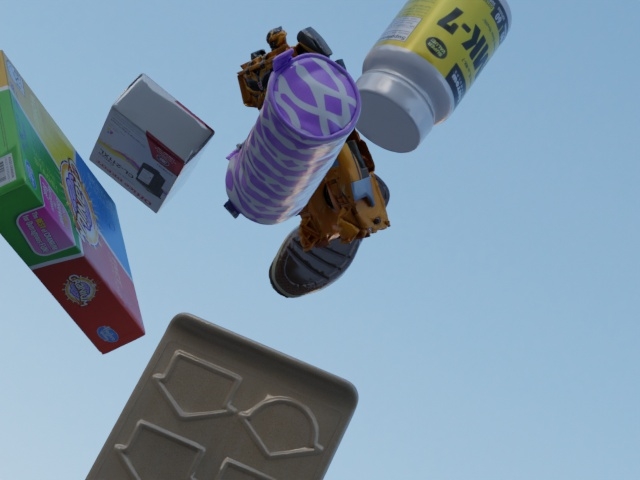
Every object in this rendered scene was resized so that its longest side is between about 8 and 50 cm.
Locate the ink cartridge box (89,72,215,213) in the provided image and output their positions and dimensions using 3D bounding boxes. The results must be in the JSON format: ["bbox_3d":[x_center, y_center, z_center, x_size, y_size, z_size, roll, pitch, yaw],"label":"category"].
[{"bbox_3d":[-0.231,-0.128,2.106,0.127,0.072,0.175,38,-29,-1],"label":"ink cartridge box"}]

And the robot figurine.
[{"bbox_3d":[-0.016,-0.135,2.008,0.211,0.085,0.291,-13,-79,59],"label":"robot figurine"}]

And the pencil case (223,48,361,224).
[{"bbox_3d":[-0.028,-0.087,1.364,0.088,0.086,0.206,56,-26,9],"label":"pencil case"}]

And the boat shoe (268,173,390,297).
[{"bbox_3d":[0.006,0.006,2.220,0.095,0.257,0.095,49,-38,-3],"label":"boat shoe"}]

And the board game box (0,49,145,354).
[{"bbox_3d":[-0.326,-0.043,1.890,0.316,0.064,0.242,60,8,-49],"label":"board game box"}]

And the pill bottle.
[{"bbox_3d":[0.122,-0.206,1.771,0.119,0.208,0.119,27,-28,16],"label":"pill bottle"}]

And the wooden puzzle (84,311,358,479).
[{"bbox_3d":[-0.151,0.321,2.339,0.322,0.348,0.080,22,-20,11],"label":"wooden puzzle"}]
